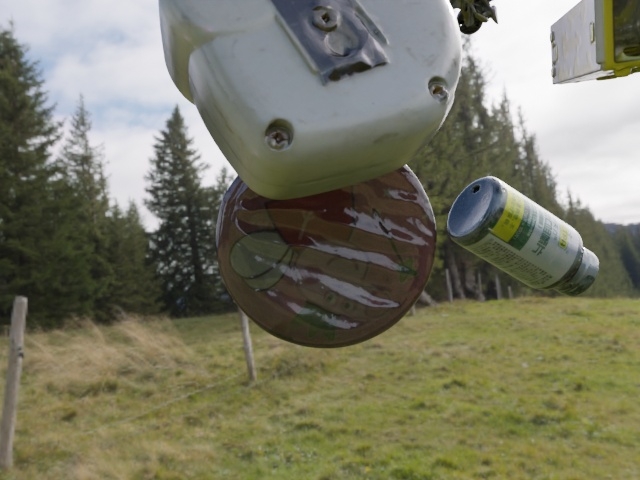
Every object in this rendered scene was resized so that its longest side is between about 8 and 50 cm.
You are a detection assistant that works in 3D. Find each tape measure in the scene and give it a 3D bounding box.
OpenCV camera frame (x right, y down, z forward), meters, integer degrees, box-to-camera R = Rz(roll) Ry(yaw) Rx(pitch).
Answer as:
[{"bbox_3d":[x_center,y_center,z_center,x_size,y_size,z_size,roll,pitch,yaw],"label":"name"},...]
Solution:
[{"bbox_3d":[0.001,-0.182,0.530,0.258,0.265,0.130,-28,-14,-21],"label":"tape measure"}]

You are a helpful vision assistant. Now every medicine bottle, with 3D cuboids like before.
[{"bbox_3d":[0.395,0.003,1.093,0.293,0.141,0.141,29,-17,-20],"label":"medicine bottle"}]

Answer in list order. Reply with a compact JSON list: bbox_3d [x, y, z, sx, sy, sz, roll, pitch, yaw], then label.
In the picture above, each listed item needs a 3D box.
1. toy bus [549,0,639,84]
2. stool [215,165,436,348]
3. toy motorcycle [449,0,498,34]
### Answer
[{"bbox_3d":[0.273,-0.194,0.542,0.074,0.081,0.226,-4,13,13],"label":"toy bus"},{"bbox_3d":[0.000,0.000,0.769,0.272,0.271,0.178,-3,0,-7],"label":"stool"},{"bbox_3d":[0.371,-0.612,1.344,0.152,0.224,0.073,-12,24,26],"label":"toy motorcycle"}]
